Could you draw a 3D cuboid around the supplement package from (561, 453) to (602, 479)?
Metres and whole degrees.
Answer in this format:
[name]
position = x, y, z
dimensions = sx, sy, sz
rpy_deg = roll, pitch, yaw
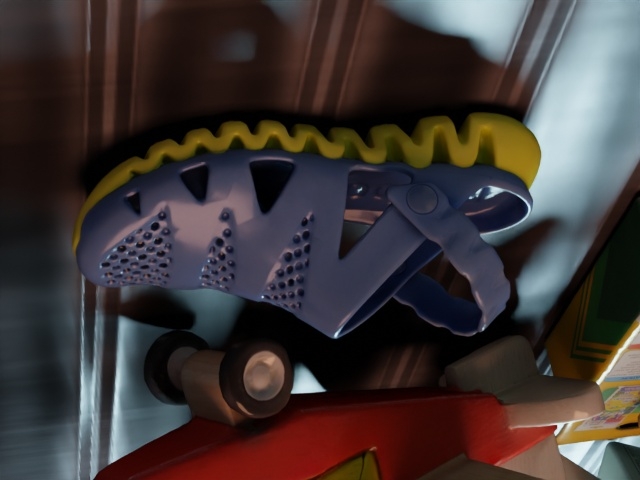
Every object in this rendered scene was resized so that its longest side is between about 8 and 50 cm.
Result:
[supplement package]
position = 0.140, 0.270, 1.649
dimensions = 0.203, 0.149, 0.194
rpy_deg = 3, 163, 28

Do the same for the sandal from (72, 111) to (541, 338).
[sandal]
position = 0.000, 0.000, 1.144
dimensions = 0.317, 0.138, 0.126
rpy_deg = -6, 156, -7

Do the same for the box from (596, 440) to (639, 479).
[box]
position = 0.346, 0.299, 1.694
dimensions = 0.148, 0.121, 0.311
rpy_deg = 15, -173, 1

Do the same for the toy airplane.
[toy airplane]
position = 0.047, 0.210, 1.416
dimensions = 0.384, 0.272, 0.386
rpy_deg = 1, 179, 11

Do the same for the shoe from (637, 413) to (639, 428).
[shoe]
position = 0.376, 0.141, 1.475
dimensions = 0.219, 0.058, 0.076
rpy_deg = -12, 154, 0

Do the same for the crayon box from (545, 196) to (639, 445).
[crayon box]
position = 0.315, 0.064, 1.459
dimensions = 0.203, 0.083, 0.323
rpy_deg = -5, 153, -13
